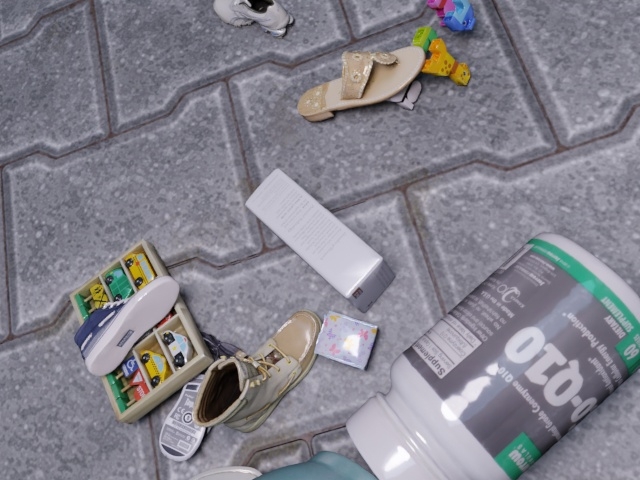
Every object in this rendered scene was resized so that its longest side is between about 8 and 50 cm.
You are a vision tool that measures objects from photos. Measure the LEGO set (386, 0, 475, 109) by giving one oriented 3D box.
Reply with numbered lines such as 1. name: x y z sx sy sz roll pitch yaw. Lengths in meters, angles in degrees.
1. LEGO set: 0.206 -0.310 1.034 0.087 0.093 0.227 18 81 52

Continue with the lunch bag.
1. lunch bag: 0.039 0.149 0.935 0.083 0.053 0.071 16 79 10

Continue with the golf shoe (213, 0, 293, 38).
1. golf shoe: -0.135 -0.443 1.167 0.176 0.086 0.069 21 80 23

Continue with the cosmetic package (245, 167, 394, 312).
1. cosmetic package: 0.000 0.000 0.962 0.231 0.117 0.085 40 87 23

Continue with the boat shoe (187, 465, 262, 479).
1. boat shoe: -0.185 0.410 0.893 0.254 0.079 0.095 -30 50 -5

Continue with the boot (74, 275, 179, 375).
1. boot: -0.308 0.113 0.973 0.190 0.069 0.086 -47 51 -3

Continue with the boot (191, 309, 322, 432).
1. boot: -0.085 0.181 0.896 0.077 0.165 0.213 35 84 23

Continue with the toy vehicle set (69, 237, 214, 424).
1. toy vehicle set: -0.299 0.141 1.019 0.166 0.035 0.267 -38 57 1

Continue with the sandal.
1. sandal: 0.047 -0.267 1.016 0.240 0.079 0.088 -17 58 31

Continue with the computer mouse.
1. computer mouse: -0.187 0.248 0.973 0.106 0.042 0.193 21 73 16

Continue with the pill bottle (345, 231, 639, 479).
1. pill bottle: 0.221 0.178 0.792 0.361 0.204 0.204 -42 66 0

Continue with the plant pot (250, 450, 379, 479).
1. plant pot: 0.002 0.390 0.762 0.293 0.293 0.196 33 57 23
